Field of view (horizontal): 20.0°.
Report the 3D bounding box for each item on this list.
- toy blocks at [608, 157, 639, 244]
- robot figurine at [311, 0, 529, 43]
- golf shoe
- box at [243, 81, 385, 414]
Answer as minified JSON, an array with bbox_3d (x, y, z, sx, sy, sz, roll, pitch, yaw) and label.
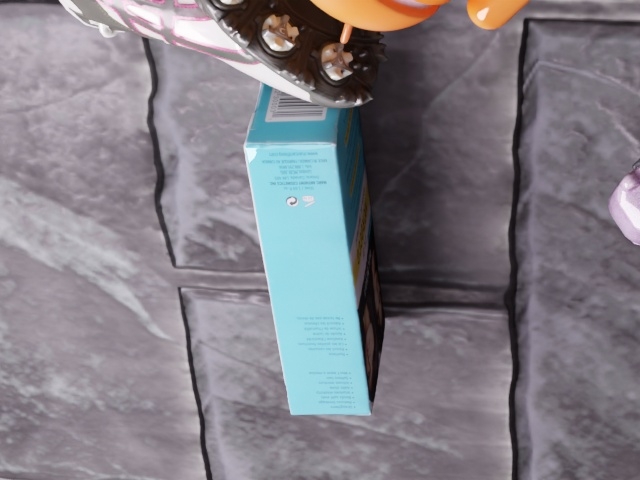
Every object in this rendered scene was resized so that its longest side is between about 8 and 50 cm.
[{"bbox_3d":[0.325,0.014,0.994,0.288,0.260,0.309,-39,78,24],"label":"toy blocks"},{"bbox_3d":[0.059,-0.204,1.017,0.158,0.128,0.219,17,138,-43],"label":"robot figurine"},{"bbox_3d":[-0.085,-0.164,1.114,0.273,0.105,0.120,34,147,-14],"label":"golf shoe"},{"bbox_3d":[0.000,0.000,1.226,0.060,0.100,0.244,0,132,10],"label":"box"}]
